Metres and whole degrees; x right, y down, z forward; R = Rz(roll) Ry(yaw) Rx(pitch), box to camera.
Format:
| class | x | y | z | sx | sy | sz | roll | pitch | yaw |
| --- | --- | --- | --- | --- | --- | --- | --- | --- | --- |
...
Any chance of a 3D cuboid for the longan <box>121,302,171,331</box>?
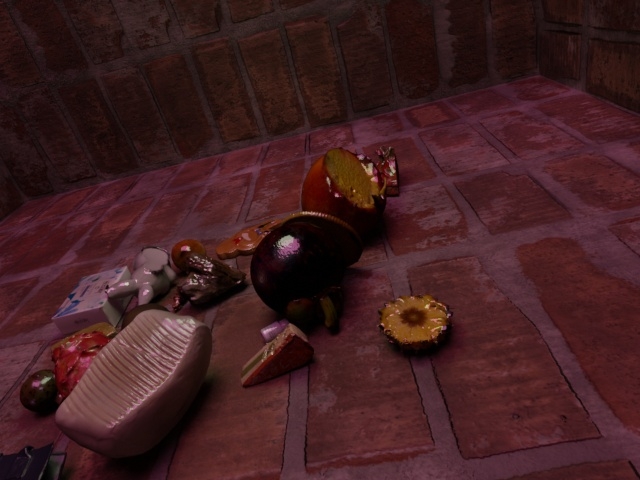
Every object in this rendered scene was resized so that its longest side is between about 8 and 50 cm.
| class | x | y | z | sx | sy | sz | roll | pitch | yaw |
| --- | --- | --- | --- | --- | --- | --- | --- | --- | --- |
| longan | -0.559 | 0.289 | 1.407 | 0.189 | 0.189 | 0.189 | -12 | 30 | 7 |

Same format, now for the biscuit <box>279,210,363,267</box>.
| class | x | y | z | sx | sy | sz | roll | pitch | yaw |
| --- | --- | --- | --- | --- | --- | --- | --- | --- | --- |
| biscuit | 0.000 | 0.000 | 1.495 | 0.305 | 0.305 | 0.038 | -1 | 50 | 25 |

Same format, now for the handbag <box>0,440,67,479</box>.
| class | x | y | z | sx | sy | sz | roll | pitch | yaw |
| --- | --- | --- | --- | --- | --- | --- | --- | --- | --- |
| handbag | -0.779 | 0.616 | 1.005 | 0.325 | 0.118 | 0.269 | -15 | 36 | 1 |

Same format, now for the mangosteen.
| class | x | y | z | sx | sy | sz | roll | pitch | yaw |
| --- | --- | --- | --- | --- | --- | --- | --- | --- | --- |
| mangosteen | -0.056 | 0.111 | 1.341 | 0.306 | 0.306 | 0.359 | -23 | 46 | -13 |

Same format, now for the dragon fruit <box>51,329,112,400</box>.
| class | x | y | z | sx | sy | sz | roll | pitch | yaw |
| --- | --- | --- | --- | --- | --- | --- | --- | --- | --- |
| dragon fruit | -0.660 | 0.394 | 1.250 | 0.210 | 0.205 | 0.268 | -11 | 62 | -24 |

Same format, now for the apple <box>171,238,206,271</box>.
| class | x | y | z | sx | sy | sz | roll | pitch | yaw |
| --- | --- | --- | --- | --- | --- | --- | --- | --- | --- |
| apple | -0.553 | 0.065 | 1.807 | 0.146 | 0.146 | 0.146 | -12 | 30 | 7 |

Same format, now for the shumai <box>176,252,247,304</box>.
| class | x | y | z | sx | sy | sz | roll | pitch | yaw |
| --- | --- | --- | --- | --- | --- | --- | --- | --- | --- |
| shumai | -0.422 | 0.164 | 1.610 | 0.184 | 0.218 | 0.185 | 23 | 89 | 62 |

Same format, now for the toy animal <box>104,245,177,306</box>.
| class | x | y | z | sx | sy | sz | roll | pitch | yaw |
| --- | --- | --- | --- | --- | --- | --- | --- | --- | --- |
| toy animal | -0.692 | 0.142 | 1.711 | 0.208 | 0.154 | 0.325 | 19 | 22 | 3 |

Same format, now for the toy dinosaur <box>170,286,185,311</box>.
| class | x | y | z | sx | sy | sz | roll | pitch | yaw |
| --- | --- | --- | --- | --- | --- | --- | --- | --- | --- |
| toy dinosaur | -0.527 | 0.206 | 1.637 | 0.049 | 0.055 | 0.154 | -7 | 38 | 20 |

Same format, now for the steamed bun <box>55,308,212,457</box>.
| class | x | y | z | sx | sy | sz | roll | pitch | yaw |
| --- | --- | --- | --- | --- | --- | --- | --- | --- | --- |
| steamed bun | -0.452 | 0.384 | 1.131 | 0.247 | 0.236 | 0.383 | 9 | 43 | 21 |

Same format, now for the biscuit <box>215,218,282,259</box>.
| class | x | y | z | sx | sy | sz | roll | pitch | yaw |
| --- | --- | --- | --- | --- | --- | --- | --- | --- | --- |
| biscuit | -0.302 | -0.009 | 1.904 | 0.334 | 0.047 | 0.202 | -23 | 30 | -12 |

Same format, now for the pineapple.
| class | x | y | z | sx | sy | sz | roll | pitch | yaw |
| --- | --- | --- | --- | --- | --- | --- | --- | --- | --- |
| pineapple | 0.262 | 0.232 | 1.190 | 0.224 | 0.076 | 0.225 | -10 | 32 | 6 |

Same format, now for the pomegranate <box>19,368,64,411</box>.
| class | x | y | z | sx | sy | sz | roll | pitch | yaw |
| --- | --- | --- | --- | --- | --- | --- | --- | --- | --- |
| pomegranate | -0.836 | 0.454 | 1.305 | 0.130 | 0.130 | 0.130 | -12 | 30 | 7 |

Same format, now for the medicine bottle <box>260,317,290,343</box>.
| class | x | y | z | sx | sy | sz | roll | pitch | yaw |
| --- | --- | --- | --- | --- | --- | --- | --- | --- | --- |
| medicine bottle | -0.137 | 0.279 | 1.327 | 0.089 | 0.052 | 0.052 | -26 | 31 | -19 |

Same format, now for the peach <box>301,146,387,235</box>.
| class | x | y | z | sx | sy | sz | roll | pitch | yaw |
| --- | --- | --- | --- | --- | --- | --- | --- | --- | --- |
| peach | 0.085 | -0.170 | 1.726 | 0.335 | 0.310 | 0.406 | 18 | 39 | -15 |

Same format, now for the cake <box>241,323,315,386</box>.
| class | x | y | z | sx | sy | sz | roll | pitch | yaw |
| --- | --- | --- | --- | --- | --- | --- | --- | --- | --- |
| cake | -0.113 | 0.341 | 1.224 | 0.220 | 0.116 | 0.086 | -47 | 25 | 11 |

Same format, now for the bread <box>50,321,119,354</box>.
| class | x | y | z | sx | sy | sz | roll | pitch | yaw |
| --- | --- | --- | --- | --- | --- | --- | --- | --- | --- |
| bread | -0.777 | 0.366 | 1.442 | 0.138 | 0.102 | 0.196 | 19 | 42 | 42 |

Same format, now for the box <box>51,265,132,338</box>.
| class | x | y | z | sx | sy | sz | roll | pitch | yaw |
| --- | --- | --- | --- | --- | --- | --- | --- | --- | --- |
| box | -0.875 | 0.238 | 1.691 | 0.203 | 0.116 | 0.274 | -13 | 30 | 5 |

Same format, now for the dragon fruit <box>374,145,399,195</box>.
| class | x | y | z | sx | sy | sz | roll | pitch | yaw |
| --- | --- | --- | --- | --- | --- | --- | --- | --- | --- |
| dragon fruit | 0.301 | -0.342 | 2.030 | 0.134 | 0.211 | 0.262 | -1 | 26 | 11 |
